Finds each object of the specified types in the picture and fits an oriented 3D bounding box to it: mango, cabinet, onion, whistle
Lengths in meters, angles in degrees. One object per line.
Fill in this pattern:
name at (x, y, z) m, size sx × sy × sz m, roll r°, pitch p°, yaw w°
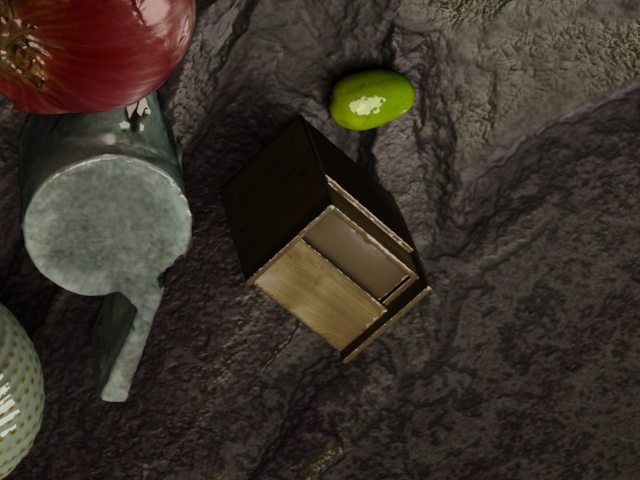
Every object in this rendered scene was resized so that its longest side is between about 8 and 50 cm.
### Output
mango at (0.062, -0.166, 1.959) m, size 0.108 × 0.056 × 0.073 m, roll -10°, pitch 127°, yaw -21°
cabinet at (0.000, 0.000, 1.949) m, size 0.148 × 0.215 × 0.175 m, roll -43°, pitch 120°, yaw 14°
onion at (-0.275, -0.298, 1.705) m, size 0.347 × 0.285 × 0.347 m, roll 19°, pitch 144°, yaw 14°
whistle at (-0.229, -0.004, 1.928) m, size 0.188 × 0.168 × 0.405 m, roll -16°, pitch 128°, yaw -1°

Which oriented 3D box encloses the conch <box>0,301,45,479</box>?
conch at (-0.480, 0.147, 1.942) m, size 0.303 × 0.215 × 0.319 m, roll -10°, pitch 91°, yaw -13°
